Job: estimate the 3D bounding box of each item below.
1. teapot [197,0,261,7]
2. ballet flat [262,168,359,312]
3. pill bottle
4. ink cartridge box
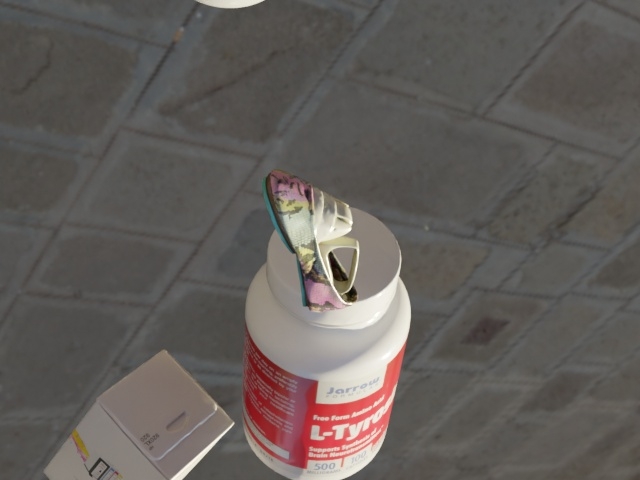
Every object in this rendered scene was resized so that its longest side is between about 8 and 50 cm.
[{"bbox_3d":[-0.144,-0.489,1.538,0.256,0.252,0.187,-55,174,-16],"label":"teapot"},{"bbox_3d":[0.000,0.000,1.091,0.079,0.077,0.221,-6,140,10],"label":"ballet flat"},{"bbox_3d":[0.004,0.150,1.452,0.229,0.229,0.408,-12,140,-16],"label":"pill bottle"},{"bbox_3d":[-0.286,0.323,1.606,0.233,0.168,0.171,-49,173,38],"label":"ink cartridge box"}]
